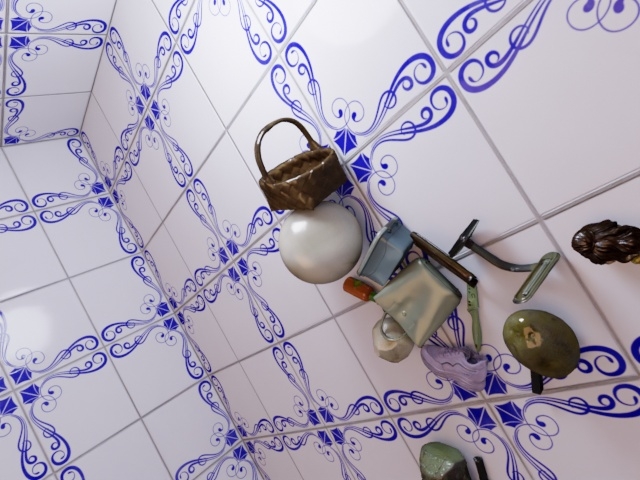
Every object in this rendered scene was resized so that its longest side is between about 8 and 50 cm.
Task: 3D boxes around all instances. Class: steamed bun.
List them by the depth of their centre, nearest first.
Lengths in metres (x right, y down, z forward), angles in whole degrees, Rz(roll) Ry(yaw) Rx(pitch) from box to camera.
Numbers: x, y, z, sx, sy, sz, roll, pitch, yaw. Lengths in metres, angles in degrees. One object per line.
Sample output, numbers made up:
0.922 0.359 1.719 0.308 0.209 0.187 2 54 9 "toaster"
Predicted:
0.000 0.000 1.595 0.324 0.324 0.206 45 165 20 "steamed bun"

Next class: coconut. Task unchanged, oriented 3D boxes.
0.272 0.381 1.617 0.161 0.161 0.162 -36 45 46 "coconut"

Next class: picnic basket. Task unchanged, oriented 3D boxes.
-0.106 -0.293 1.577 0.337 0.293 0.337 30 144 24 "picnic basket"

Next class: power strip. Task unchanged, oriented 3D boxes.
0.679 0.428 1.351 0.029 0.038 0.111 3 109 44 "power strip"

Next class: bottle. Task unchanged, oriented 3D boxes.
0.179 0.207 1.710 0.187 0.069 0.069 24 124 33 "bottle"

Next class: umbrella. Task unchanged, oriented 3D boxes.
0.610 0.875 1.626 0.036 0.031 0.133 5 115 71 "umbrella"

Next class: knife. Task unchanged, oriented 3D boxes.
0.512 0.241 1.440 0.043 0.019 0.293 6 112 44 "knife"

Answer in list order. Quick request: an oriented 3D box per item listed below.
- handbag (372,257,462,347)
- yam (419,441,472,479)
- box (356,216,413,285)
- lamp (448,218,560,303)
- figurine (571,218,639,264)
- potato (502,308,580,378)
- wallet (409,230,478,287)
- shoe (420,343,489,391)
0.310 0.229 1.480 0.241 0.109 0.315 47 106 20 "handbag"
0.490 0.934 1.660 0.202 0.201 0.271 -4 99 44 "yam"
0.230 0.042 1.523 0.130 0.162 0.227 36 130 14 "box"
0.504 0.071 1.250 0.283 0.203 0.125 29 145 27 "lamp"
0.779 0.029 1.018 0.315 0.168 0.187 22 134 46 "figurine"
0.642 0.298 1.250 0.235 0.160 0.178 55 162 -10 "potato"
0.399 0.060 1.392 0.243 0.133 0.039 39 93 30 "wallet"
0.471 0.417 1.510 0.245 0.095 0.138 25 122 30 "shoe"
